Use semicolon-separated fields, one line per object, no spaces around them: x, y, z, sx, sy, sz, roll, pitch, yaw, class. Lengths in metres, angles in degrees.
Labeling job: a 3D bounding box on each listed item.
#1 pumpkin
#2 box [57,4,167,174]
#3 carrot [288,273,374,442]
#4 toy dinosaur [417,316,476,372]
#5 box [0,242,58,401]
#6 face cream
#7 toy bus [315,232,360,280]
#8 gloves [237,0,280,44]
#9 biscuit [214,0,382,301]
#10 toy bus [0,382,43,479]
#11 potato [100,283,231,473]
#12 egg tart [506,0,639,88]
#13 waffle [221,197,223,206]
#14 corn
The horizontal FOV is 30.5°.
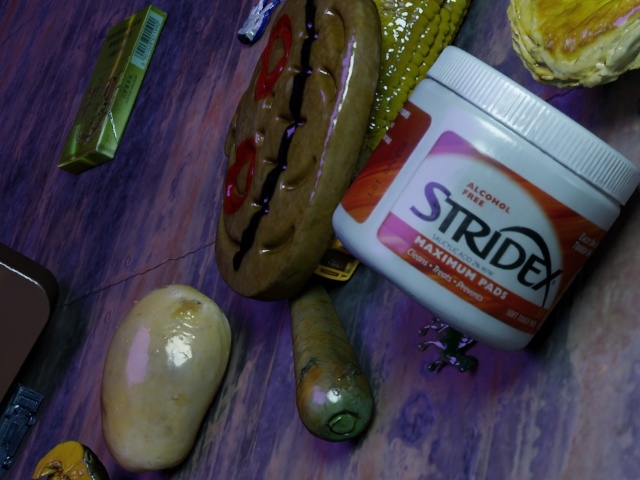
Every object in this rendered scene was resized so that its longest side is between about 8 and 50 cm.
-0.312;0.352;1.467;0.119;0.107;0.183;-27;36;35;pumpkin
-0.389;-0.280;2.188;0.173;0.043;0.311;-11;56;53;box
-0.005;0.100;1.245;0.078;0.078;0.298;-51;26;18;carrot
0.126;0.078;1.105;0.060;0.029;0.120;-15;46;33;toy dinosaur
-0.590;0.160;1.887;0.339;0.239;0.229;-60;7;2;box
0.137;-0.034;0.994;0.187;0.201;0.201;-56;30;9;face cream
0.000;0.000;1.315;0.162;0.069;0.074;17;88;63;toy bus
-0.093;-0.340;1.796;0.064;0.026;0.086;3;63;56;gloves
-0.044;-0.118;1.316;0.314;0.063;0.367;24;99;63;biscuit
-0.497;0.305;1.858;0.166;0.047;0.065;-63;26;-2;toy bus
-0.196;0.166;1.426;0.150;0.146;0.234;111;-179;-80;potato
0.290;-0.251;1.031;0.295;0.116;0.295;-41;33;34;egg tart
-0.058;-0.111;1.547;0.191;0.032;0.125;-29;40;41;waffle
0.084;-0.220;1.324;0.119;0.119;0.322;20;83;60;corn
